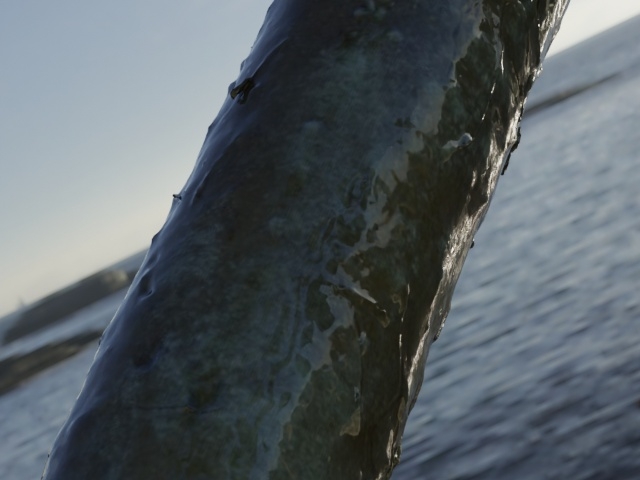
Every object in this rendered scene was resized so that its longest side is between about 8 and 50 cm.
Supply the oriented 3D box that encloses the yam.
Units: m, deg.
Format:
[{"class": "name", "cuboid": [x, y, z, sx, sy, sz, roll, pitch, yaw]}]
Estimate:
[{"class": "yam", "cuboid": [0.000, 0.000, 0.442, 0.093, 0.093, 0.259, -23, 37, 49]}]
